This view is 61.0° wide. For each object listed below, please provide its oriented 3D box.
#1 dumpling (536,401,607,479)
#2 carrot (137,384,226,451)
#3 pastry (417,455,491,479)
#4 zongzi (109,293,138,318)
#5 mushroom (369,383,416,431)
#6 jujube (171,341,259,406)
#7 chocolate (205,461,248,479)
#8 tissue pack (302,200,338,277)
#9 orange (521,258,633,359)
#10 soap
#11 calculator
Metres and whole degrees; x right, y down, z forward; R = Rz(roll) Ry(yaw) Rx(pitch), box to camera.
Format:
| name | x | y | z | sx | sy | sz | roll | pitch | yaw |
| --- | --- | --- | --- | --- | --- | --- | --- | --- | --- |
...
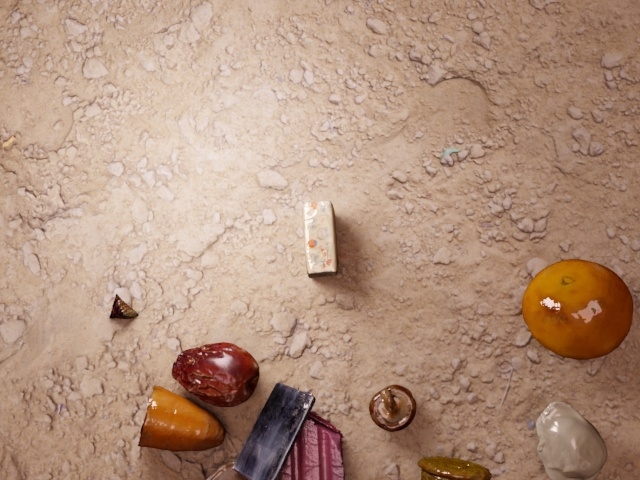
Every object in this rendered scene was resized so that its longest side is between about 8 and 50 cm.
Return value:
| name | x | y | z | sx | sy | sz | roll | pitch | yaw |
| --- | --- | --- | --- | --- | --- | --- | --- | --- | --- |
| dumpling | 0.639 | 0.531 | 1.395 | 0.162 | 0.132 | 0.250 | -31 | 96 | -11 |
| carrot | -0.362 | 0.489 | 1.453 | 0.225 | 0.159 | 0.159 | 14 | 82 | -5 |
| pastry | 0.338 | 0.615 | 1.375 | 0.189 | 0.188 | 0.103 | 6 | 79 | 4 |
| zongzi | -0.571 | 0.188 | 1.550 | 0.083 | 0.067 | 0.073 | -1 | 88 | 20 |
| mushroom | 0.193 | 0.449 | 1.450 | 0.127 | 0.087 | 0.127 | -1 | 79 | 7 |
| jujube | -0.284 | 0.356 | 1.466 | 0.237 | 0.168 | 0.168 | 7 | 82 | 19 |
| chocolate | -0.268 | 0.714 | 1.436 | 0.261 | 0.083 | 0.161 | -38 | 63 | -7 |
| tissue pack | 0.000 | 0.000 | 1.499 | 0.092 | 0.148 | 0.196 | -5 | 81 | 0 |
| orange | 0.650 | 0.173 | 1.383 | 0.261 | 0.261 | 0.260 | 0 | 81 | 3 |
| soap | -0.022 | 0.598 | 1.426 | 0.182 | 0.112 | 0.288 | -4 | 81 | 2 |
| calculator | -0.121 | 0.502 | 1.418 | 0.161 | 0.021 | 0.261 | 7 | 61 | 47 |
